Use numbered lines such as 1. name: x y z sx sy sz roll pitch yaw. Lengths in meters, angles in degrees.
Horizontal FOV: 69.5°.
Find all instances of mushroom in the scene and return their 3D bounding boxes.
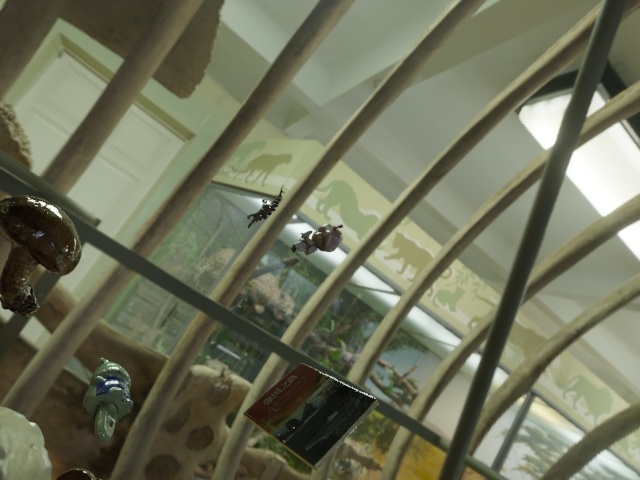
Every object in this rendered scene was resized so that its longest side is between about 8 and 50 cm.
1. mushroom: -1.033 0.023 1.609 0.331 0.356 0.334 47 -16 31

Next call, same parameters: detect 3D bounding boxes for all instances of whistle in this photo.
1. whistle: -0.482 0.357 1.054 0.244 0.092 0.110 47 -20 61

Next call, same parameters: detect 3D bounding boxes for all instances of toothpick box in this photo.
1. toothpick box: -0.828 0.903 1.597 0.192 0.192 0.294 29 -40 17

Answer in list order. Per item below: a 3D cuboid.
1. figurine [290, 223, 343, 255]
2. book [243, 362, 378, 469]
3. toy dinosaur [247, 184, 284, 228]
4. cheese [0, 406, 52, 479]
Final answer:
1. figurine: 0.000 0.000 1.748 0.137 0.229 0.112 124 -55 -67
2. book: -0.040 0.513 1.407 0.374 0.262 0.028 8 -53 50
3. toy dinosaur: -0.195 -0.121 1.701 0.039 0.209 0.082 45 -11 -34
4. cheese: -0.534 0.334 0.555 0.332 0.292 0.153 11 -28 -2
